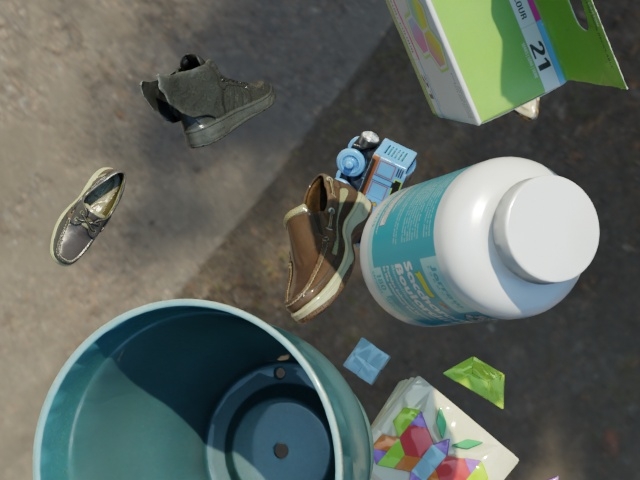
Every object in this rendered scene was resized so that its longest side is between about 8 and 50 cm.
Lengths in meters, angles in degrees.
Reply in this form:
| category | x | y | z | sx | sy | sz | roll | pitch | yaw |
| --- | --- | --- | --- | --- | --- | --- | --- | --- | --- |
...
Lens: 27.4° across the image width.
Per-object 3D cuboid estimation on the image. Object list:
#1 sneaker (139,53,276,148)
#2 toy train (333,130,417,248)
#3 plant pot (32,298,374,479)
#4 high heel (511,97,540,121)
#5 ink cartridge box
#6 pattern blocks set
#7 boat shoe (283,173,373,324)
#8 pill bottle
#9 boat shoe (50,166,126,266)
| category | x | y | z | sx | sy | sz | roll | pitch | yaw |
| --- | --- | --- | --- | --- | --- | --- | --- | --- | --- |
| sneaker | -0.109 | -0.153 | 1.317 | 0.170 | 0.051 | 0.089 | -42 | 116 | -48 |
| toy train | 0.062 | -0.065 | 1.866 | 0.105 | 0.080 | 0.184 | 26 | 120 | 8 |
| plant pot | -0.074 | 0.194 | 1.172 | 0.271 | 0.272 | 0.255 | -53 | 162 | 6 |
| high heel | 0.290 | -0.248 | 2.001 | 0.093 | 0.261 | 0.186 | -28 | 147 | 8 |
| ink cartridge box | 0.139 | -0.200 | 1.119 | 0.097 | 0.255 | 0.188 | -26 | 103 | -6 |
| pattern blocks set | 0.141 | 0.279 | 1.663 | 0.285 | 0.325 | 0.026 | -65 | 168 | -4 |
| boat shoe | -0.012 | 0.003 | 1.627 | 0.095 | 0.257 | 0.095 | 43 | 120 | -14 |
| pill bottle | 0.148 | 0.003 | 1.219 | 0.146 | 0.264 | 0.146 | 3 | 83 | -20 |
| boat shoe | -0.309 | -0.035 | 1.749 | 0.056 | 0.049 | 0.152 | 33 | 71 | -21 |
